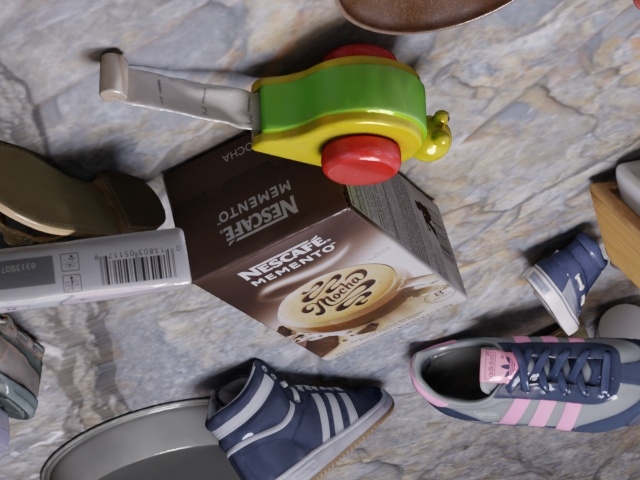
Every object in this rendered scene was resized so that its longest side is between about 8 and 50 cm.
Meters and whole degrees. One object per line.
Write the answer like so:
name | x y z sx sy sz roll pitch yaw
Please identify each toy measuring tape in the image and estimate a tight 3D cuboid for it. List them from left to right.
toy measuring tape | -0.017 -0.119 1.649 0.330 0.121 0.121 12 142 -32

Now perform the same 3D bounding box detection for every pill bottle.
pill bottle | 0.375 0.132 2.421 0.078 0.078 0.137 -18 155 1

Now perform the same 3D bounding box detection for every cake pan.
cake pan | -0.189 0.278 2.388 0.293 0.054 0.293 -14 154 -7

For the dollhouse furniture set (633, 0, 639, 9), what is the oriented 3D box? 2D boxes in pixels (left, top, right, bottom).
dollhouse furniture set | 0.403 -0.149 1.760 0.152 0.201 0.374 -25 147 16

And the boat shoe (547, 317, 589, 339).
boat shoe | 0.259 0.141 2.416 0.153 0.048 0.056 -25 166 29

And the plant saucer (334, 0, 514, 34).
plant saucer | 0.101 -0.235 1.570 0.198 0.036 0.198 -15 155 -7

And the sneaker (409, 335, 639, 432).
sneaker | 0.250 0.161 2.273 0.319 0.112 0.131 -8 161 31

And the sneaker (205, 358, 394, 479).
sneaker | -0.026 0.195 2.298 0.099 0.153 0.282 -40 176 35

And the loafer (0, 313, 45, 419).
loafer | -0.335 0.089 1.916 0.096 0.084 0.267 12 156 17

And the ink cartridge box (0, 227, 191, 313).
ink cartridge box | -0.220 0.037 1.783 0.189 0.066 0.232 -7 170 -9

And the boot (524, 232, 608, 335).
boot | 0.287 0.049 2.221 0.086 0.069 0.190 -39 164 2

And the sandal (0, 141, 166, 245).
sandal | -0.241 -0.020 1.722 0.079 0.088 0.240 -40 152 27

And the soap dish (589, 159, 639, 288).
soap dish | 0.437 0.021 1.999 0.229 0.291 0.118 -7 123 -23

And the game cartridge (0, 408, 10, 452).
game cartridge | -0.512 0.208 1.957 0.355 0.068 0.230 -22 138 23

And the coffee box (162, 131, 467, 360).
coffee box | 0.000 0.000 1.876 0.168 0.119 0.297 -25 154 17
